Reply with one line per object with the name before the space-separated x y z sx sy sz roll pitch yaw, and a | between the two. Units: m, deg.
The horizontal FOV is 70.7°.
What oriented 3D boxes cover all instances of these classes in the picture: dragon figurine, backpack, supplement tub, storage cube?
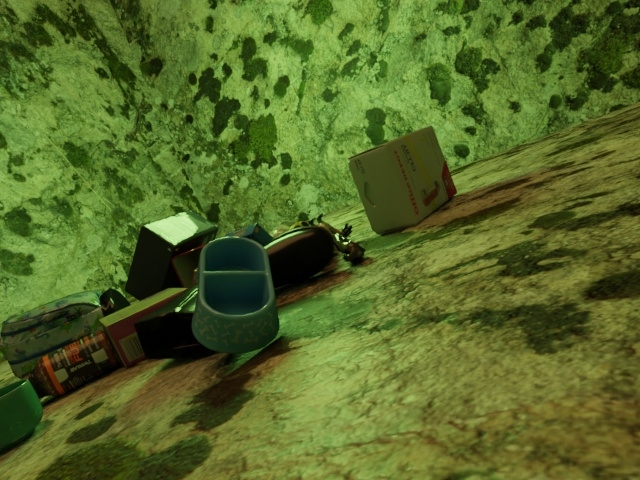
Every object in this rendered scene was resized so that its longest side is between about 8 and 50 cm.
dragon figurine | 0.000 0.000 1.623 0.085 0.144 0.289 -31 -8 -42
backpack | -0.799 0.287 1.425 0.356 0.273 0.290 -37 17 -13
supplement tub | -0.608 0.309 1.101 0.198 0.106 0.106 -27 8 -29
storage cube | -0.448 0.104 1.834 0.215 0.183 0.193 -19 7 26

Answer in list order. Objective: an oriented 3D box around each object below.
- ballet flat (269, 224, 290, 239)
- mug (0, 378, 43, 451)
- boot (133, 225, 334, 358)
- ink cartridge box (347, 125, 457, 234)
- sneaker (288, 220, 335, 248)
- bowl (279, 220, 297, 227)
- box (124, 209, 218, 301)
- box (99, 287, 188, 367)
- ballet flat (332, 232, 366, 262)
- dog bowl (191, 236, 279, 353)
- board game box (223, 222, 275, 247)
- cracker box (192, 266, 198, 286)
ballet flat | -0.141 0.010 1.638 0.147 0.146 0.409 -23 3 -8
mug | -0.621 0.347 0.871 0.158 0.097 0.129 -20 8 26
boot | -0.172 0.108 1.083 0.367 0.146 0.445 -24 5 16
ink cartridge box | 0.296 -0.216 1.563 0.161 0.279 0.385 -15 10 41
sneaker | -0.038 0.025 1.408 0.123 0.109 0.295 -39 -18 7
bowl | -0.112 -0.013 1.996 0.170 0.080 0.170 18 23 -8
box | -0.648 0.076 1.979 0.343 0.179 0.312 -65 -12 24
box | -0.462 0.226 1.226 0.214 0.117 0.243 -27 9 -30
ballet flat | 0.072 0.026 1.311 0.058 0.084 0.250 -58 12 0
dog bowl | -0.170 0.091 0.900 0.166 0.074 0.297 0 32 -13
board game box | -0.179 0.043 1.388 0.160 0.210 0.047 -17 41 43
cracker box | -0.338 0.127 1.534 0.156 0.067 0.232 8 4 -7
